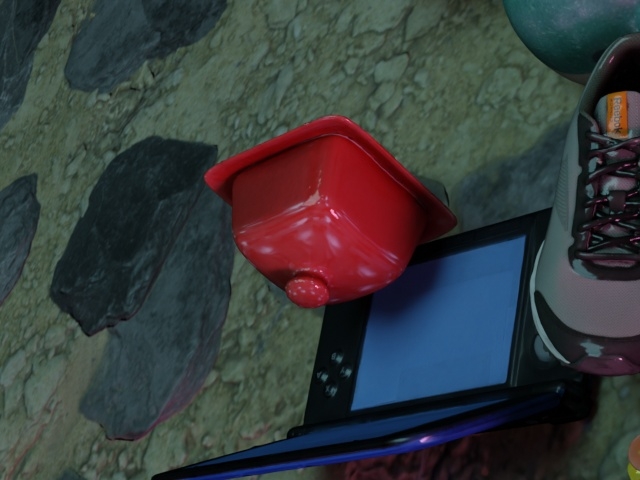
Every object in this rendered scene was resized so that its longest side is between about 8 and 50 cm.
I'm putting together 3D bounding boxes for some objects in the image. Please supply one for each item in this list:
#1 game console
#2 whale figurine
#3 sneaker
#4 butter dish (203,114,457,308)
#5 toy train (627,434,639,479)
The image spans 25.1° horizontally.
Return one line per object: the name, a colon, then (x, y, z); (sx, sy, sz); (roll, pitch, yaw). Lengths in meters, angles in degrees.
game console: (0.042, 0.079, 1.076); (0.293, 0.173, 0.250); (-17, 53, 44)
whale figurine: (0.249, -0.235, 1.073); (0.272, 0.141, 0.216); (-30, 44, 38)
sneaker: (0.195, -0.028, 0.964); (0.100, 0.108, 0.271); (3, 51, 14)
butter dish: (0.000, 0.000, 1.131); (0.160, 0.160, 0.118); (-21, 41, 37)
toy train: (0.250, 0.103, 0.905); (0.125, 0.046, 0.166); (2, 67, 53)
